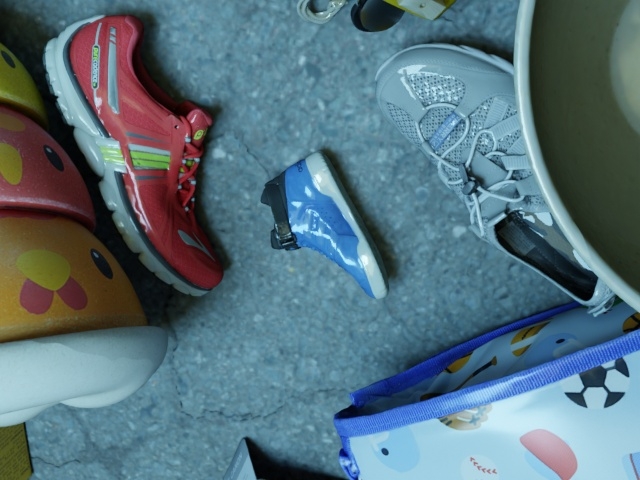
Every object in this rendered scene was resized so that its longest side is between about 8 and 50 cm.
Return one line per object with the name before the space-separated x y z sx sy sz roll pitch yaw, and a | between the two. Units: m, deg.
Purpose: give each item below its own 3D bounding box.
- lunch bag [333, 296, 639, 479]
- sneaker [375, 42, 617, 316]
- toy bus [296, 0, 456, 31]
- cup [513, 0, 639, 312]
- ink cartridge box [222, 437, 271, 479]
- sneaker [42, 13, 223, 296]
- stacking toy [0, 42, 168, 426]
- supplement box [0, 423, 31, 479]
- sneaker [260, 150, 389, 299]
lunch bag | 0.239 0.220 0.582 0.385 0.239 0.328 -25 87 8
sneaker | 0.152 -0.057 0.567 0.281 0.115 0.105 40 136 10
toy bus | 0.067 -0.215 0.519 0.191 0.202 0.104 -14 64 4
cup | 0.281 -0.117 0.423 0.331 0.237 0.331 3 104 11
ink cartridge box | -0.052 0.418 0.752 0.130 0.272 0.309 14 113 -28
sneaker | -0.148 -0.076 0.653 0.118 0.107 0.279 -24 107 2
stacking toy | -0.343 -0.071 0.589 0.350 0.350 0.480 -15 82 14
supplement box | -0.394 0.186 0.789 0.078 0.080 0.233 2 109 10
sneaker | 0.000 0.000 0.668 0.084 0.058 0.152 -28 97 11
